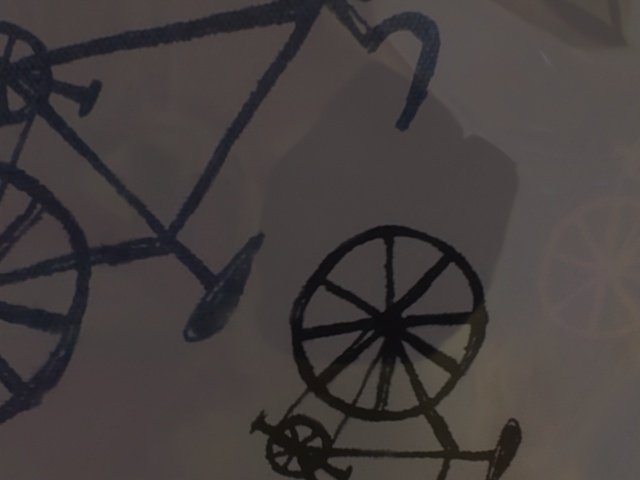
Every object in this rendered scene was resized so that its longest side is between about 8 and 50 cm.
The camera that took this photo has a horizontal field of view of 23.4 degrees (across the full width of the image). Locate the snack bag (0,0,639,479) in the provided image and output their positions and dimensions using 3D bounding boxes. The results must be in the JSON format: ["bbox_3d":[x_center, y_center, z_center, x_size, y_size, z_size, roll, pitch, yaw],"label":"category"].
[{"bbox_3d":[0.000,0.000,0.483,0.323,0.342,0.037,-64,-168,12],"label":"snack bag"}]
